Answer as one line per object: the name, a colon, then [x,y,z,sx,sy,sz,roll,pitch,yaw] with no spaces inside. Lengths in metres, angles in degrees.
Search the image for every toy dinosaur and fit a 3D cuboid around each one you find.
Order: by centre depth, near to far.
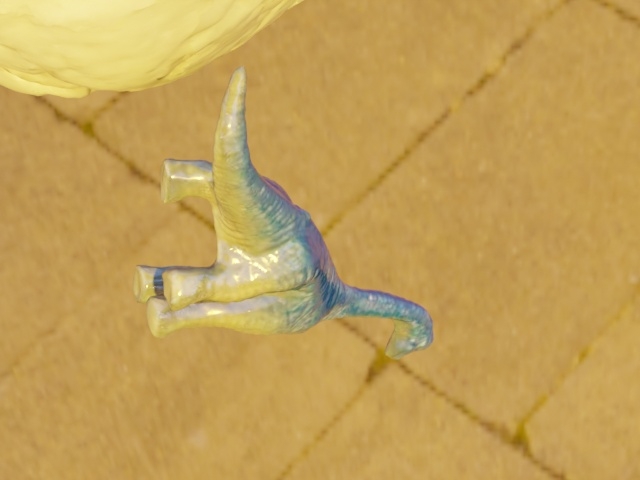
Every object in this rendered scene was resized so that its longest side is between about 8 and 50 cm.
toy dinosaur: [0.000,0.000,1.006,0.188,0.248,0.075,-5,53,-17]

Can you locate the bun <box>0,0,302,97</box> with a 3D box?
bun: [-0.118,-0.197,0.695,0.227,0.349,0.352,-32,55,4]
